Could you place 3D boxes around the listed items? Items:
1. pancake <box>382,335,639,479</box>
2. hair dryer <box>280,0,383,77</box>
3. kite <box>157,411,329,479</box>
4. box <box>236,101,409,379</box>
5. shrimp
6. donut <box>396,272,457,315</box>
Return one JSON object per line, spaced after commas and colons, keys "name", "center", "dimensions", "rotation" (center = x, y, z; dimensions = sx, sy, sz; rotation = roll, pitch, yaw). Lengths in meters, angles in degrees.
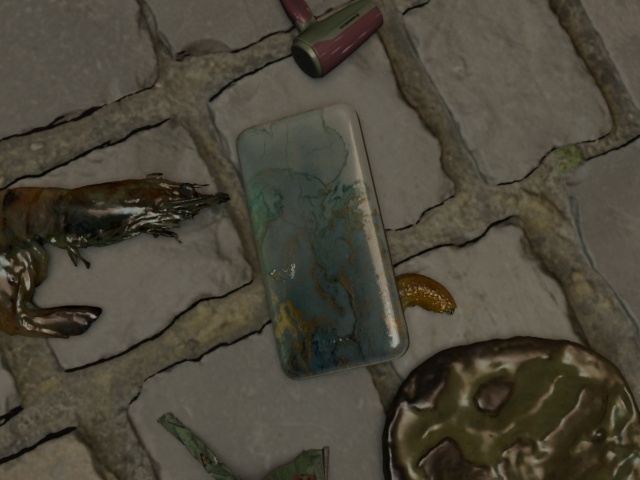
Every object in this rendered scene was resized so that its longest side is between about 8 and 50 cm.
{"name": "pancake", "center": [0.206, 0.238, 0.946], "dimensions": [0.294, 0.049, 0.294], "rotation": [1, 81, -5]}
{"name": "hair dryer", "center": [-0.015, -0.270, 1.011], "dimensions": [0.106, 0.054, 0.154], "rotation": [-42, 82, -13]}
{"name": "kite", "center": [-0.081, 0.256, 0.894], "dimensions": [0.229, 0.012, 0.250], "rotation": [-23, 52, -39]}
{"name": "box", "center": [0.000, 0.000, 0.957], "dimensions": [0.142, 0.044, 0.285], "rotation": [-14, 81, 11]}
{"name": "shrimp", "center": [-0.239, 0.016, 0.952], "dimensions": [0.296, 0.058, 0.169], "rotation": [-7, 89, -1]}
{"name": "donut", "center": [0.107, 0.067, 0.970], "dimensions": [0.083, 0.038, 0.067], "rotation": [34, 78, 4]}
